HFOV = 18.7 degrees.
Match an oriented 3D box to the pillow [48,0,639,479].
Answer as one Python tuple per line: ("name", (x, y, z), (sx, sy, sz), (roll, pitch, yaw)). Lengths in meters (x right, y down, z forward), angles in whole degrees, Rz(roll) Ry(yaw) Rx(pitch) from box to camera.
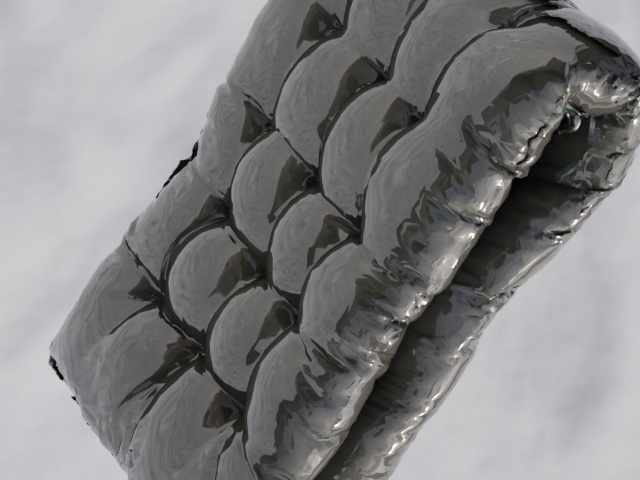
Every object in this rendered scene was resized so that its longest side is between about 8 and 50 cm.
("pillow", (0.000, 0.000, 0.905), (0.101, 0.228, 0.326), (18, 113, -34))
